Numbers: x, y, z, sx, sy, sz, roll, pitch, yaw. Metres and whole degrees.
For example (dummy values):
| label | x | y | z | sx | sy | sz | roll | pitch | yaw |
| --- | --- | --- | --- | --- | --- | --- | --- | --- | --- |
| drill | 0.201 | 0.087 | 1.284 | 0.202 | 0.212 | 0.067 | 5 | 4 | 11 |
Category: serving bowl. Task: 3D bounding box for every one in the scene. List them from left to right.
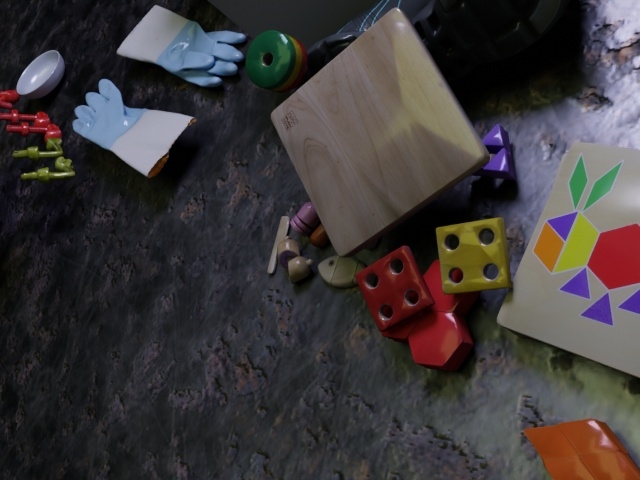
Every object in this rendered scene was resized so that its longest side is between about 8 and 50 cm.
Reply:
| label | x | y | z | sx | sy | sz | roll | pitch | yaw |
| --- | --- | --- | --- | --- | --- | --- | --- | --- | --- |
| serving bowl | -0.404 | -0.238 | 1.111 | 0.083 | 0.027 | 0.083 | -18 | 50 | 23 |

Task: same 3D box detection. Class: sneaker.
| label | x | y | z | sx | sy | sz | roll | pitch | yaw |
| --- | --- | --- | --- | --- | --- | --- | --- | --- | --- |
| sneaker | 0.087 | -0.164 | 0.617 | 0.267 | 0.101 | 0.106 | -19 | 28 | 41 |

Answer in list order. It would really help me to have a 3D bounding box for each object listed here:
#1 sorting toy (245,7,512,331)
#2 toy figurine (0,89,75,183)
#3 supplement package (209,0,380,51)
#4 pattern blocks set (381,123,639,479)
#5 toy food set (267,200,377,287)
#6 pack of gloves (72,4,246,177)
| label | x | y | z | sx | sy | sz | roll | pitch | yaw |
| --- | --- | --- | --- | --- | --- | --- | --- | --- | --- |
| sorting toy | 0.050 | -0.068 | 0.561 | 0.132 | 0.046 | 0.274 | -36 | 69 | 27 |
| toy figurine | -0.461 | -0.060 | 1.032 | 0.362 | 0.191 | 0.217 | 43 | 127 | 47 |
| supplement package | 0.008 | -0.304 | 0.700 | 0.194 | 0.149 | 0.203 | -20 | 56 | 33 |
| pattern blocks set | 0.198 | 0.013 | 0.451 | 0.325 | 0.026 | 0.285 | 31 | 91 | 48 |
| toy food set | 0.000 | 0.000 | 0.640 | 0.122 | 0.019 | 0.078 | -1 | 68 | 41 |
| pack of gloves | -0.186 | -0.174 | 0.895 | 0.232 | 0.046 | 0.195 | 29 | 78 | 43 |
